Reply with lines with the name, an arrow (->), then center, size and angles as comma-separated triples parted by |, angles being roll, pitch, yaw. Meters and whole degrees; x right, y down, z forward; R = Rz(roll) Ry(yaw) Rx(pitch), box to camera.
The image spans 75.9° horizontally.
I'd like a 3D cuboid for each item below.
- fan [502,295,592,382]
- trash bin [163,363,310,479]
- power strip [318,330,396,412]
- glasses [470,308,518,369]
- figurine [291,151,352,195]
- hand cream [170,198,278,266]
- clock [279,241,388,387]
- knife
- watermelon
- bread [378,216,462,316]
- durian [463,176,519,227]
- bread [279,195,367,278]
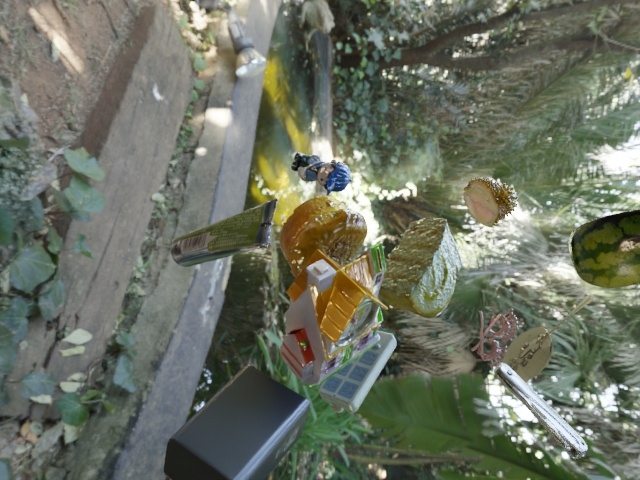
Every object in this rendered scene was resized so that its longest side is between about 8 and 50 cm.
fan -> 0.777, 0.340, 1.432 | 0.415, 0.012, 0.233 | -54, -175, 17
trash bin -> -0.149, 0.360, 0.759 | 0.225, 0.165, 0.115 | -27, 138, -61
power strip -> 0.106, 0.343, 1.119 | 0.270, 0.117, 0.046 | -46, 122, -36
glasses -> 0.703, 0.385, 1.664 | 0.162, 0.095, 0.256 | 18, -94, 65
figurine -> 0.002, -0.165, 1.010 | 0.087, 0.149, 0.086 | -2, 116, -62
hand cream -> -0.161, 0.000, 0.665 | 0.055, 0.235, 0.087 | 38, 48, -42
clock -> 0.038, 0.151, 0.909 | 0.235, 0.166, 0.310 | -26, 140, -31
knife -> 0.552, 0.428, 1.045 | 0.073, 0.266, 0.041 | -5, 137, -50
watermelon -> 0.622, -0.003, 0.834 | 0.159, 0.303, 0.129 | -37, 96, -32
bread -> 0.431, 0.129, 1.694 | 0.264, 0.239, 0.395 | 47, 67, -27
durian -> 0.668, -0.157, 1.610 | 0.183, 0.137, 0.250 | 57, -6, -34
bread -> 0.000, 0.000, 1.167 | 0.146, 0.268, 0.269 | 51, -18, 36
